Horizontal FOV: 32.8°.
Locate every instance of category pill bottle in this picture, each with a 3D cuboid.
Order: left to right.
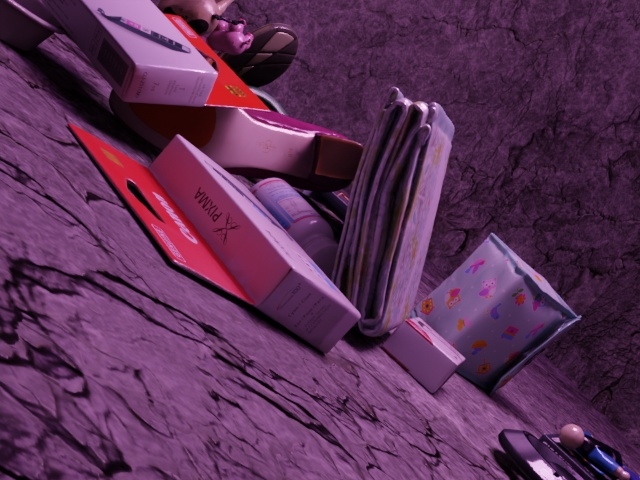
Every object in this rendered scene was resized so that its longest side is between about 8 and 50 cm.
[{"bbox_3d":[-0.037,-0.011,1.487,0.087,0.087,0.160,34,10,-49],"label":"pill bottle"}]

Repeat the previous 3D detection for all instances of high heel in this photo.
[{"bbox_3d":[-0.123,-0.145,1.579,0.377,0.127,0.181,19,-3,-11],"label":"high heel"}]

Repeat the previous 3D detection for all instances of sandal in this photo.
[{"bbox_3d":[-0.165,-0.329,2.068,0.120,0.303,0.086,17,54,-39],"label":"sandal"}]

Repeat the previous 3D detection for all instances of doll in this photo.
[{"bbox_3d":[0.436,0.337,1.654,0.189,0.046,0.129,39,6,-18],"label":"doll"}]

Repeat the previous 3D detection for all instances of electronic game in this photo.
[{"bbox_3d":[0.328,0.337,1.461,0.229,0.048,0.229,41,5,-5],"label":"electronic game"}]

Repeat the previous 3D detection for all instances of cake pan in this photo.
[{"bbox_3d":[-0.460,-0.346,1.401,0.293,0.054,0.293,41,6,-5],"label":"cake pan"}]

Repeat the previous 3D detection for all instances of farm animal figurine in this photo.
[{"bbox_3d":[-0.289,-0.353,1.852,0.327,0.172,0.330,34,-24,6],"label":"farm animal figurine"}]

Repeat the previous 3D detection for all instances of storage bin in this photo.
[{"bbox_3d":[0.020,-0.041,2.072,0.135,0.098,0.091,42,-4,9],"label":"storage bin"}]

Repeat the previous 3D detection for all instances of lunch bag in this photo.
[{"bbox_3d":[0.328,0.152,1.955,0.262,0.223,0.160,39,12,-39],"label":"lunch bag"}]

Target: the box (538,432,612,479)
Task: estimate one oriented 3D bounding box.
[{"bbox_3d":[0.415,0.379,1.694,0.175,0.051,0.220,44,7,23],"label":"box"}]

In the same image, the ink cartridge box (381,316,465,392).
[{"bbox_3d":[0.150,0.162,1.564,0.099,0.056,0.135,42,6,10],"label":"ink cartridge box"}]

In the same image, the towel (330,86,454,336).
[{"bbox_3d":[0.104,-0.034,1.527,0.090,0.320,0.374,15,2,11],"label":"towel"}]

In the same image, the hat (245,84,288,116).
[{"bbox_3d":[-0.162,-0.182,2.108,0.208,0.173,0.184,48,-30,-16],"label":"hat"}]

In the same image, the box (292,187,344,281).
[{"bbox_3d":[0.000,0.000,1.674,0.147,0.077,0.180,42,6,19],"label":"box"}]

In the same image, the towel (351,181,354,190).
[{"bbox_3d":[0.101,0.002,2.029,0.102,0.021,0.237,87,-13,-47],"label":"towel"}]

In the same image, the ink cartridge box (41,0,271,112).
[{"bbox_3d":[-0.215,-0.271,1.454,0.239,0.060,0.275,-2,39,-42],"label":"ink cartridge box"}]

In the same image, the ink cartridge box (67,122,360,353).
[{"bbox_3d":[-0.117,-0.024,1.199,0.261,0.066,0.296,36,7,-46],"label":"ink cartridge box"}]
